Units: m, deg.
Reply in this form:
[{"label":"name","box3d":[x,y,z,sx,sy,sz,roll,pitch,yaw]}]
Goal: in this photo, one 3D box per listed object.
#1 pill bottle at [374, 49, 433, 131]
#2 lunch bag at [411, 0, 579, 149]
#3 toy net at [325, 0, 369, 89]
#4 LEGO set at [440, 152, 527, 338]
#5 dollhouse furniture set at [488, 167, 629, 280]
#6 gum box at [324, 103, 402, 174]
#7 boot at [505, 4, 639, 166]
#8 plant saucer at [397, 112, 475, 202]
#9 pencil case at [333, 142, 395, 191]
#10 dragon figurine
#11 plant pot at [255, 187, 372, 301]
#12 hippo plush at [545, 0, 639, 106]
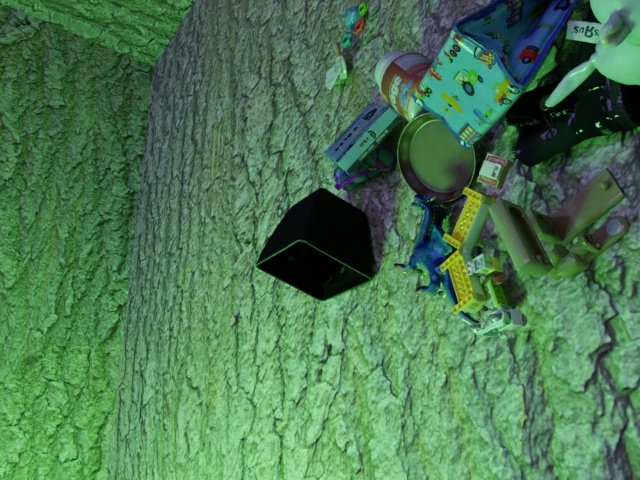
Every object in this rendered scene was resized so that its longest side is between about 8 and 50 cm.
[{"label":"pill bottle","box3d":[0.191,-0.305,1.366,0.121,0.121,0.216,-60,32,19]},{"label":"lunch bag","box3d":[0.312,-0.319,1.080,0.293,0.138,0.221,-44,-5,-17]},{"label":"toy net","box3d":[0.076,-0.490,1.731,0.122,0.045,0.232,16,90,58]},{"label":"LEGO set","box3d":[0.272,0.016,1.073,0.132,0.107,0.287,-25,55,55]},{"label":"dollhouse furniture set","box3d":[0.341,-0.032,0.950,0.123,0.151,0.144,-48,40,34]},{"label":"gum box","box3d":[0.086,-0.223,1.473,0.157,0.041,0.184,-46,16,5]},{"label":"boot","box3d":[0.381,-0.251,1.052,0.207,0.094,0.247,-16,66,51]},{"label":"plant saucer","box3d":[0.219,-0.154,1.266,0.168,0.029,0.168,18,118,39]},{"label":"pencil case","box3d":[0.093,-0.160,1.504,0.151,0.064,0.070,-27,27,51]},{"label":"dragon figurine","box3d":[0.218,0.024,1.184,0.144,0.085,0.289,-62,30,18]},{"label":"plant pot","box3d":[0.000,0.000,1.474,0.188,0.187,0.167,-28,40,50]},{"label":"hippo plush","box3d":[0.412,-0.295,0.803,0.294,0.236,0.234,14,85,34]}]
